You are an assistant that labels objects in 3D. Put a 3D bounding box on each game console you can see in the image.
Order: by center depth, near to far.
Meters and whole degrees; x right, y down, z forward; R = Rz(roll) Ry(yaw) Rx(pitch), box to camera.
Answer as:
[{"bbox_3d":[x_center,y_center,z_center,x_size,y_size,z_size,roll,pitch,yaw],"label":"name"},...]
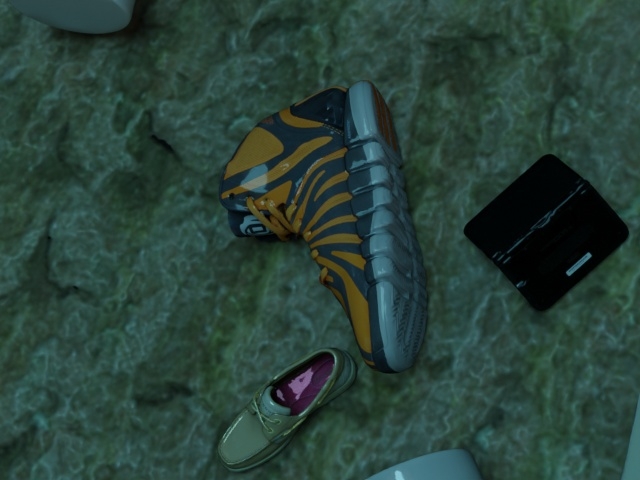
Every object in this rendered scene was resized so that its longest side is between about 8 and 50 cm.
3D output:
[{"bbox_3d":[0.225,-0.009,1.412,0.122,0.071,0.107,-42,96,1],"label":"game console"}]

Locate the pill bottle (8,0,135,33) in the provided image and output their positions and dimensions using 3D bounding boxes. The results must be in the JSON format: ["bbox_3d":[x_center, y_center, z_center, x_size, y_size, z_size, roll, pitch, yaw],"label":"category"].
[{"bbox_3d":[-0.250,-0.413,1.588,0.188,0.188,0.334,5,75,18],"label":"pill bottle"}]

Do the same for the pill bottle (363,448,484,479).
[{"bbox_3d":[0.124,0.340,1.250,0.160,0.160,0.283,-25,67,8],"label":"pill bottle"}]

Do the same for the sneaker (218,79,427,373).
[{"bbox_3d":[0.000,0.000,1.431,0.180,0.124,0.321,-16,58,16],"label":"sneaker"}]

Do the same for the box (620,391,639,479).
[{"bbox_3d":[0.385,0.218,1.196,0.232,0.148,0.127,7,71,29],"label":"box"}]

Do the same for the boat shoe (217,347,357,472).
[{"bbox_3d":[-0.041,0.163,1.411,0.170,0.059,0.063,-42,66,0],"label":"boat shoe"}]
